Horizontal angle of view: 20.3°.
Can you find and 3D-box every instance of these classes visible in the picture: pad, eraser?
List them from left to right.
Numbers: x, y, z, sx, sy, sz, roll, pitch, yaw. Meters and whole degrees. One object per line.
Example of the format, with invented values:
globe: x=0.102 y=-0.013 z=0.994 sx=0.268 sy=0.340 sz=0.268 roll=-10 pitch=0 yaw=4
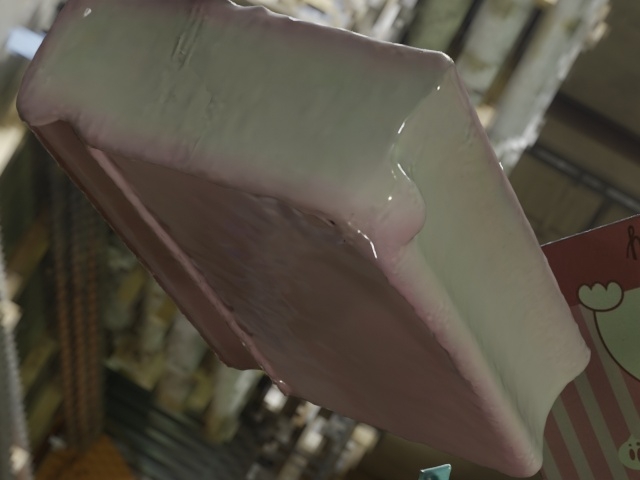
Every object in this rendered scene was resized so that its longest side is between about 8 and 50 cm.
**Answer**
eraser: x=0.000 y=0.000 z=1.136 sx=0.122 sy=0.272 sz=0.359 roll=-60 pitch=149 yaw=-17
pad: x=0.259 y=0.071 z=1.242 sx=0.300 sy=0.202 sz=0.005 roll=-18 pitch=-170 yaw=30

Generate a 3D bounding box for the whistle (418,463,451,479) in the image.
whistle: x=0.144 y=0.329 z=1.766 sx=0.274 sy=0.093 sz=0.186 roll=98 pitch=-21 yaw=-50
